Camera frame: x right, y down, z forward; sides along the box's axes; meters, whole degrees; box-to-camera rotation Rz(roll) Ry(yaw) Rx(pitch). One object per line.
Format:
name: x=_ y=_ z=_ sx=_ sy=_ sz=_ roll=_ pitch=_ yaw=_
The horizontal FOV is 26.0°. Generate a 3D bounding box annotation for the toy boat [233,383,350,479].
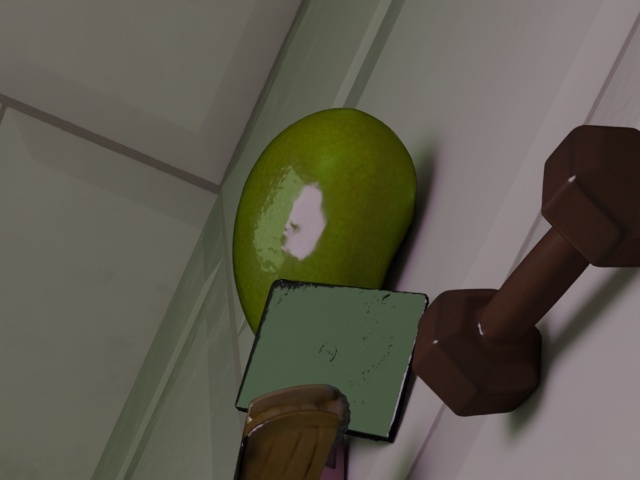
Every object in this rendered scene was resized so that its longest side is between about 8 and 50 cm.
toy boat: x=-0.026 y=0.271 z=1.095 sx=0.089 sy=0.121 sz=0.321 roll=-117 pitch=37 yaw=-75

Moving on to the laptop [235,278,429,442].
laptop: x=0.010 y=0.104 z=1.254 sx=0.197 sy=0.016 sz=0.135 roll=6 pitch=74 yaw=44

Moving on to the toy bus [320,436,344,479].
toy bus: x=-0.019 y=0.247 z=1.253 sx=0.090 sy=0.063 sz=0.203 roll=-57 pitch=17 yaw=30

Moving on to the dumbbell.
dumbbell: x=0.140 y=0.026 z=0.883 sx=0.231 sy=0.092 sz=0.082 roll=-55 pitch=44 yaw=44

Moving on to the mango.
mango: x=-0.006 y=-0.005 z=1.402 sx=0.185 sy=0.149 sz=0.273 roll=17 pitch=84 yaw=36
